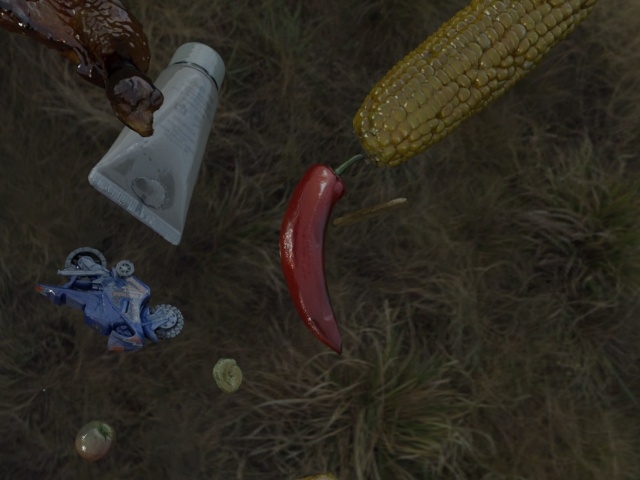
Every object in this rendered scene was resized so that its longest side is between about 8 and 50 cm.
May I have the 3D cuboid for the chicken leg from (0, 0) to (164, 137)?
[{"bbox_3d":[-0.245,-0.212,0.735,0.158,0.407,0.096,0,121,-48],"label":"chicken leg"}]

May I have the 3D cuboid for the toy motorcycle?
[{"bbox_3d":[-0.304,0.095,1.065,0.205,0.076,0.114,35,55,3],"label":"toy motorcycle"}]

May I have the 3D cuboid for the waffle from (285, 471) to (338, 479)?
[{"bbox_3d":[-0.119,0.329,0.794,0.247,0.221,0.055,0,53,-22],"label":"waffle"}]

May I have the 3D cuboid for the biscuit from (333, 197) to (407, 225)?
[{"bbox_3d":[0.091,-0.051,1.331,0.071,0.147,0.018,2,72,-66],"label":"biscuit"}]

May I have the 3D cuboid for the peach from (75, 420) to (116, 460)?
[{"bbox_3d":[-0.460,0.410,1.489,0.083,0.083,0.083,4,78,-20],"label":"peach"}]

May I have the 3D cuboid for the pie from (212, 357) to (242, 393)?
[{"bbox_3d":[-0.213,0.310,1.669,0.084,0.020,0.085,21,61,-44],"label":"pie"}]

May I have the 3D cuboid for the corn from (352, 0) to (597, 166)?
[{"bbox_3d":[0.156,-0.186,0.739,0.313,0.102,0.102,-41,95,-1],"label":"corn"}]

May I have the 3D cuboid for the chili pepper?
[{"bbox_3d":[-0.006,0.003,1.241,0.137,0.092,0.369,17,70,-25],"label":"chili pepper"}]

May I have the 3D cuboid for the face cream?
[{"bbox_3d":[-0.202,-0.149,0.989,0.143,0.089,0.314,42,40,-31],"label":"face cream"}]
